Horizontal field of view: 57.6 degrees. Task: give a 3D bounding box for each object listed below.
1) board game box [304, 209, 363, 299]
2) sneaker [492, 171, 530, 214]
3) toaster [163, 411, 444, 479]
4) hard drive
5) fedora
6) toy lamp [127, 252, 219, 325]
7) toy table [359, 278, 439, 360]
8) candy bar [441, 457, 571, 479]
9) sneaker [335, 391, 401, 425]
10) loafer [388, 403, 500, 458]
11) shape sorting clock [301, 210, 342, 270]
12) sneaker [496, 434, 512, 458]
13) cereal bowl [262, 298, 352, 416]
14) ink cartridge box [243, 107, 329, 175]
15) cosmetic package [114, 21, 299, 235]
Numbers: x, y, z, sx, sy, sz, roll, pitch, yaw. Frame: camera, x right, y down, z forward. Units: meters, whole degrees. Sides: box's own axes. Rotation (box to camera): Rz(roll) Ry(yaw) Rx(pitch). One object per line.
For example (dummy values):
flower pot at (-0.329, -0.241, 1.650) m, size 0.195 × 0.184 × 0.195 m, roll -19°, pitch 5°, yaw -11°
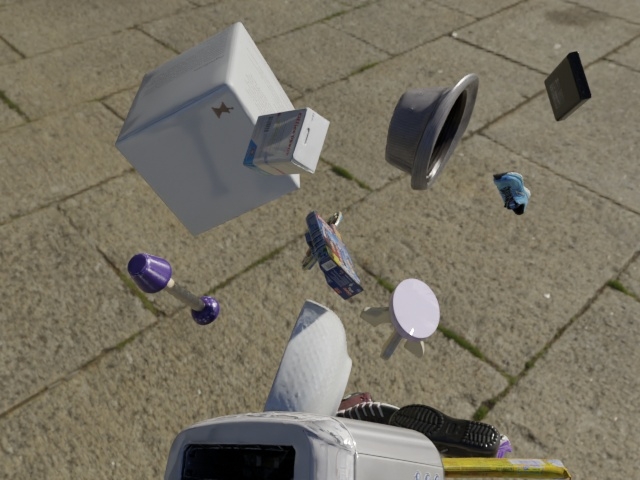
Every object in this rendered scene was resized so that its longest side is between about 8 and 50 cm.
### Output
board game box at (0.018, 0.021, 1.441) m, size 0.060 × 0.194 × 0.194 m, roll -29°, pitch 50°, yaw 13°
sneaker at (0.478, -0.115, 1.444) m, size 0.063 × 0.162 × 0.073 m, roll -9°, pitch 60°, yaw 41°
toaster at (-0.023, 0.203, 0.460) m, size 0.227 × 0.146 × 0.129 m, roll -11°, pitch 61°, yaw 34°
hard drive at (0.483, -0.299, 1.142) m, size 0.022 × 0.135 × 0.094 m, roll -14°, pitch 84°, yaw 2°
fedora at (0.221, -0.241, 1.237) m, size 0.124 × 0.243 × 0.275 m, roll 25°, pitch 68°, yaw 19°
toy lamp at (-0.311, 0.105, 1.237) m, size 0.080 × 0.274 × 0.080 m, roll -9°, pitch 60°, yaw 15°
toy table at (0.274, 0.266, 1.914) m, size 0.252 × 0.161 × 0.274 m, roll 41°, pitch 35°, yaw 7°
candy bar at (0.183, 0.243, 0.617) m, size 0.162 × 0.040 × 0.018 m, roll 0°, pitch 85°, yaw 4°
sneaker at (0.134, 0.451, 1.557) m, size 0.282 × 0.106 × 0.162 m, roll -10°, pitch 10°, yaw 29°
loafer at (0.226, 0.371, 1.082) m, size 0.220 × 0.078 × 0.080 m, roll 6°, pitch 32°, yaw 40°
shape sorting clock at (0.000, 0.000, 1.722) m, size 0.040 × 0.206 × 0.206 m, roll 30°, pitch 45°, yaw -4°
sneaker at (0.499, 0.646, 1.716) m, size 0.170 × 0.068 × 0.071 m, roll -31°, pitch 86°, yaw -16°
cereal bowl at (-0.026, 0.305, 1.233) m, size 0.141 × 0.339 × 0.339 m, roll 21°, pitch 44°, yaw 1°
ink cartridge box at (-0.054, -0.149, 0.895) m, size 0.122 × 0.052 × 0.088 m, roll 5°, pitch 74°, yaw 48°
cosmetic package at (-0.271, -0.297, 1.531) m, size 0.328 × 0.329 × 0.393 m, roll -23°, pitch 37°, yaw 15°
